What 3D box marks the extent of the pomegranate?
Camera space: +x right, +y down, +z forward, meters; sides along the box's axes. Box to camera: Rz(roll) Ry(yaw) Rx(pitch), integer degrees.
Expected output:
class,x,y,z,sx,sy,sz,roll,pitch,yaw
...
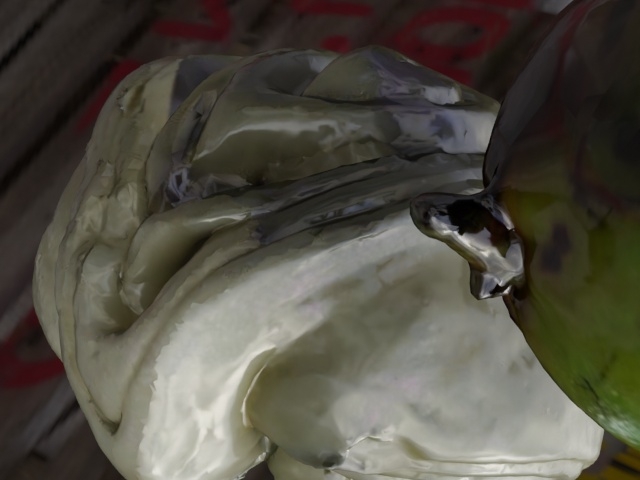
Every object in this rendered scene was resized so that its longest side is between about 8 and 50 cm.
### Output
class,x,y,z,sx,sy,sz,roll,pitch,yaw
pomegranate,0.140,-0.028,0.420,0.220,0.156,0.156,-37,130,-5

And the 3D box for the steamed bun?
class,x,y,z,sx,sy,sz,roll,pitch,yaw
steamed bun,0.000,0.000,0.951,0.339,0.352,0.247,-2,128,-14
